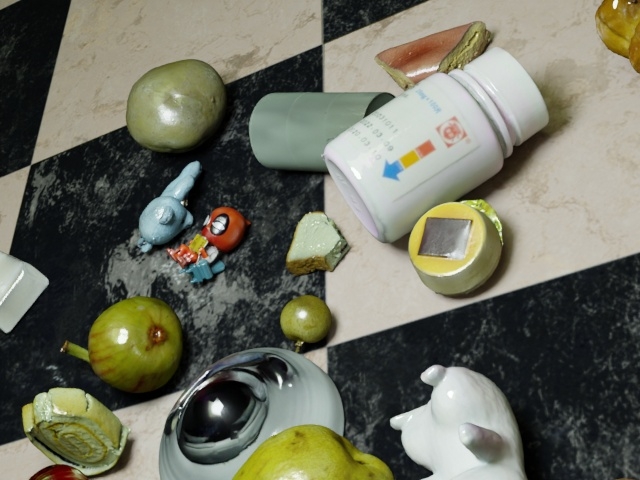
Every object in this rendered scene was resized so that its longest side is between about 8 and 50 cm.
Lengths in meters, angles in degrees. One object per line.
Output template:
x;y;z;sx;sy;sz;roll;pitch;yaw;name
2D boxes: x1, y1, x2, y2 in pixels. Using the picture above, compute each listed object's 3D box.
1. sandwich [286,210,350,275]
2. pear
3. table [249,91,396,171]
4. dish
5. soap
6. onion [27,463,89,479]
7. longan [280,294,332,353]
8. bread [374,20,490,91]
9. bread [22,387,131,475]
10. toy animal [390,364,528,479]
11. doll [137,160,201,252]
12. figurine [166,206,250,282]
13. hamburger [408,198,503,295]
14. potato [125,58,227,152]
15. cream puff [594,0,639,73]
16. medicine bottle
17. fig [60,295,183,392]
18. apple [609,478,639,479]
0.000;0.000;1.564;0.093;0.036;0.105;-11;48;28;sandwich
-0.012;0.310;1.201;0.200;0.200;0.200;-19;46;20;pear
0.011;-0.170;1.636;0.220;0.126;0.126;4;57;37;table
-0.117;0.238;1.371;0.273;0.134;0.273;-19;45;20;dish
-0.583;0.082;1.872;0.183;0.064;0.121;17;66;43;soap
-0.364;0.372;1.447;0.118;0.118;0.117;35;111;46;onion
-0.021;0.117;1.459;0.075;0.075;0.083;6;81;37;longan
0.172;-0.279;1.662;0.192;0.067;0.119;-12;40;24;bread
-0.347;0.267;1.482;0.117;0.156;0.064;-21;37;20;bread
0.166;0.267;1.142;0.140;0.138;0.282;-57;26;35;toy animal
-0.240;-0.056;1.764;0.120;0.075;0.180;-51;2;46;doll
-0.169;0.003;1.652;0.140;0.075;0.068;-41;40;-19;figurine
0.184;0.006;1.402;0.126;0.081;0.141;-13;60;28;hamburger
-0.257;-0.244;1.866;0.177;0.160;0.235;1;27;-13;potato
0.506;-0.316;1.404;0.268;0.155;0.241;-9;51;26;cream puff
0.163;-0.138;1.466;0.293;0.170;0.170;-33;42;-4;medicine bottle
-0.288;0.169;1.558;0.186;0.147;0.142;-53;43;44;fig
0.310;0.300;1.036;0.126;0.126;0.102;-104;30;-45;apple
